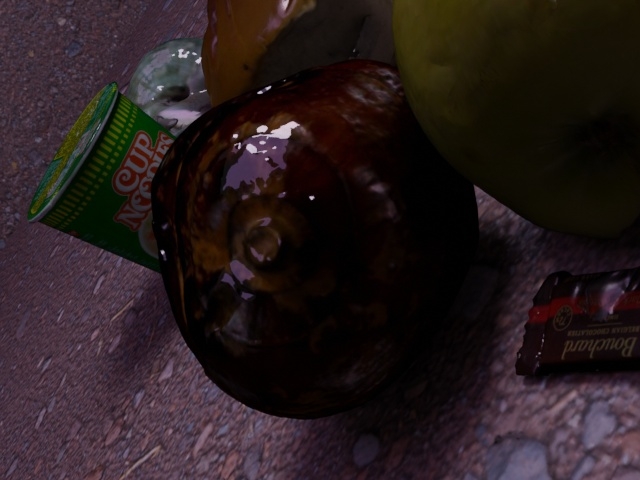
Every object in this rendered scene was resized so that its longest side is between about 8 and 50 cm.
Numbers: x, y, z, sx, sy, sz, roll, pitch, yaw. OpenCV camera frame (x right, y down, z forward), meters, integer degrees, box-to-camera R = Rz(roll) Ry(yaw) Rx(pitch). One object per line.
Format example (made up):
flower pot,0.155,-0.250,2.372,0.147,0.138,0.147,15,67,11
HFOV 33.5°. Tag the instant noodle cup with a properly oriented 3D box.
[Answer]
instant noodle cup,-0.218,-0.056,1.350,0.207,0.232,0.207,-45,26,30

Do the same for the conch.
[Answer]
conch,-0.186,-0.199,1.562,0.220,0.195,0.277,-19,17,27

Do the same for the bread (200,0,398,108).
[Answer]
bread,-0.003,-0.258,1.180,0.250,0.225,0.279,-39,34,40

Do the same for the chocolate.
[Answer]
chocolate,0.188,0.049,0.675,0.182,0.028,0.086,-6,58,60

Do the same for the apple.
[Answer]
apple,0.173,-0.163,0.703,0.295,0.233,0.258,-37,28,42

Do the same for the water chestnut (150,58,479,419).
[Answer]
water chestnut,0.000,0.000,0.850,0.289,0.244,0.289,176,90,-68
